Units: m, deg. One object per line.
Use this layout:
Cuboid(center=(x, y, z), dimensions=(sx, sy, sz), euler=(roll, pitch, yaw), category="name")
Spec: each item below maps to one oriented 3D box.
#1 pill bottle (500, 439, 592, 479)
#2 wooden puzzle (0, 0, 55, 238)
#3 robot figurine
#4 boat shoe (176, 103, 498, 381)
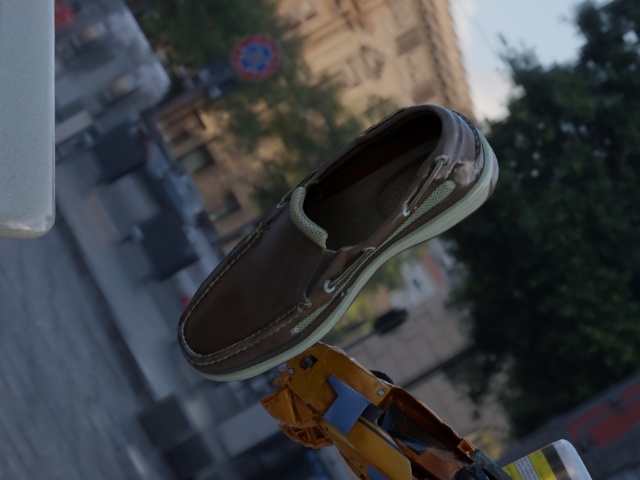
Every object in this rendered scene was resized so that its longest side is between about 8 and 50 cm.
Cuboid(center=(0.162, 0.280, 1.434), dimensions=(0.119, 0.208, 0.119), euler=(64, 2, -4), category="pill bottle")
Cuboid(center=(-0.328, -0.074, 0.877), dimensions=(0.322, 0.348, 0.080), euler=(-103, 177, -52), category="wooden puzzle")
Cuboid(center=(0.093, 0.192, 1.173), dimensions=(0.291, 0.085, 0.211), euler=(38, -8, 15), category="robot figurine")
Cuboid(center=(-0.004, -0.006, 1.046), dimensions=(0.095, 0.257, 0.095), euler=(53, 6, 28), category="boat shoe")
